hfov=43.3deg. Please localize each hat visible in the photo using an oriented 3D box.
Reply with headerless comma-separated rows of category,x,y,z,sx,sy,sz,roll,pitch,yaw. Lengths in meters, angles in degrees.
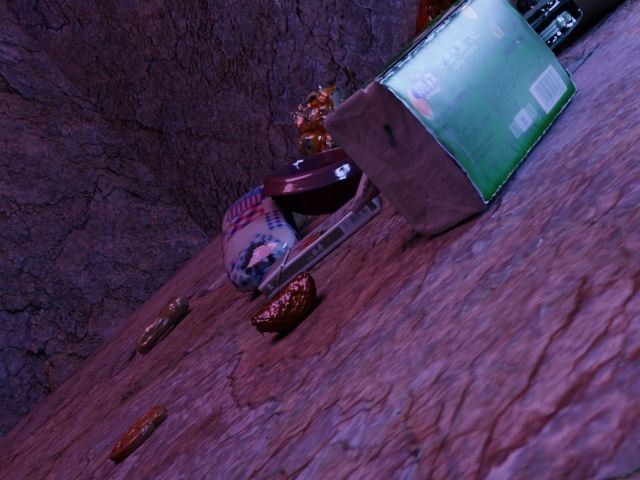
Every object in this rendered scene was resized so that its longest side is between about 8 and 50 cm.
hat,0.005,-0.089,1.309,0.205,0.089,0.205,-16,14,4

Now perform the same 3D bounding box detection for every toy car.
toy car,0.214,-0.218,1.035,0.141,0.097,0.320,-42,7,-11

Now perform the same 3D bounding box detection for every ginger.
ginger,-0.336,0.171,1.732,0.069,0.051,0.173,-38,5,44

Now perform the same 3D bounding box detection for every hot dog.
hot dog,-0.035,0.070,0.864,0.083,0.035,0.058,-43,8,-17

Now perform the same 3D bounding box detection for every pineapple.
pineapple,0.034,-0.187,1.585,0.114,0.237,0.186,-31,-28,30

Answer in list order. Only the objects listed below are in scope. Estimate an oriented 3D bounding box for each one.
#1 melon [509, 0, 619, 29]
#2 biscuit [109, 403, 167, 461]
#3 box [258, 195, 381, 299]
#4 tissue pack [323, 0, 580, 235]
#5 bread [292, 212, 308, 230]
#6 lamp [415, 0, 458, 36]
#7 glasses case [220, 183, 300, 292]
melon,0.331,-0.405,1.061,0.317,0.223,0.223,-42,7,20
biscuit,-0.213,0.223,0.952,0.078,0.015,0.091,-39,8,17
box,0.000,0.000,1.120,0.198,0.029,0.109,-39,8,11
tissue pack,0.114,-0.118,0.776,0.209,0.148,0.156,-47,10,-35
bread,-0.079,-0.043,1.536,0.125,0.082,0.106,-43,34,-18
lamp,0.264,-0.381,1.354,0.223,0.196,0.223,-22,54,34
glasses case,-0.103,-0.013,1.344,0.125,0.076,0.327,-35,23,6
